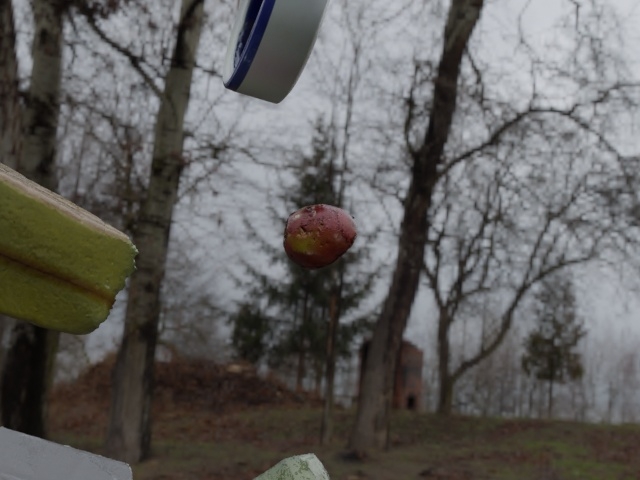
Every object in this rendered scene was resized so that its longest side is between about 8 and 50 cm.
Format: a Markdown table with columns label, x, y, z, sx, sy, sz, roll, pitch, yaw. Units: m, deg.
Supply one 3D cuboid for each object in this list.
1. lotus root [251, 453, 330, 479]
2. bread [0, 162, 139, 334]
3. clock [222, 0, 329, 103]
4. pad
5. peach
| label | x | y | z | sx | sy | sz | roll | pitch | yaw |
| --- | --- | --- | --- | --- | --- | --- | --- | --- | --- |
| lotus root | -0.034 | 0.328 | 1.174 | 0.144 | 0.143 | 0.070 | 45 | -14 | 39 |
| bread | -0.532 | 0.011 | 1.773 | 0.361 | 0.233 | 0.245 | 29 | -1 | -30 |
| clock | -0.050 | -0.286 | 1.238 | 0.083 | 0.231 | 0.230 | 17 | -14 | -17 |
| pad | -0.320 | 0.311 | 1.208 | 0.232 | 0.157 | 0.004 | 10 | 19 | 23 |
| peach | 0.000 | 0.000 | 1.146 | 0.083 | 0.077 | 0.050 | 4 | 26 | -4 |
